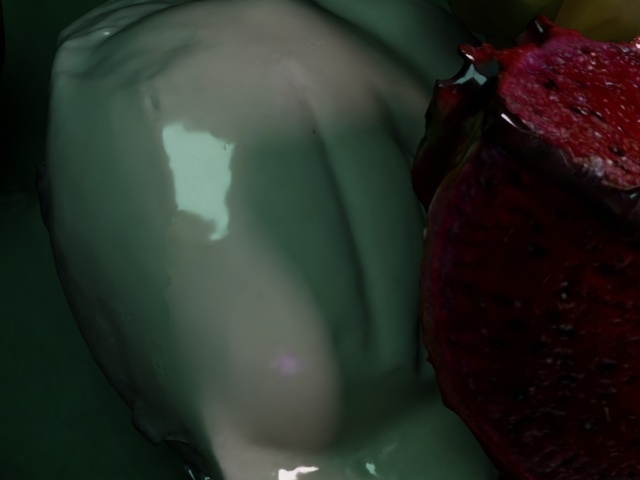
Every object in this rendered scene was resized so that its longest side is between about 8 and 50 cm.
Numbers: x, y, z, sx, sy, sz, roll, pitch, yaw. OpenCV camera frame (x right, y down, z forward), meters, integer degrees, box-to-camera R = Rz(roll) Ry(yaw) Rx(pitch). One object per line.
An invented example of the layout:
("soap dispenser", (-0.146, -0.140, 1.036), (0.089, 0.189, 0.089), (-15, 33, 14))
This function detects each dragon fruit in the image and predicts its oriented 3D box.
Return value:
("dragon fruit", (0.133, 0.022, 0.586), (0.262, 0.163, 0.189), (33, 95, -11))

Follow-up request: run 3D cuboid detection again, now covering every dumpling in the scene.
("dumpling", (-0.002, -0.001, 0.652), (0.227, 0.243, 0.175), (-17, 13, -20))

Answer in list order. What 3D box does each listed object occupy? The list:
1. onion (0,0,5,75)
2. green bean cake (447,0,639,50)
("onion", (-0.289, -0.090, 0.716), (0.281, 0.221, 0.281), (-1, 77, 5))
("green bean cake", (0.168, -0.152, 0.625), (0.236, 0.233, 0.124), (-22, 54, 22))
